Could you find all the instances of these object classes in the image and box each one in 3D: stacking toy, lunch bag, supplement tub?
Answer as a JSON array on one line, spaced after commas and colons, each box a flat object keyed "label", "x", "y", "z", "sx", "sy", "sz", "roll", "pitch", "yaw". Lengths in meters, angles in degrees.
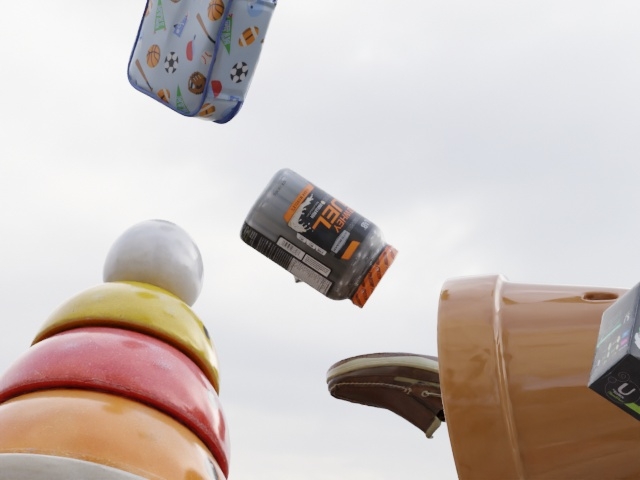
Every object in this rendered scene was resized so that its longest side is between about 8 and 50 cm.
[{"label": "stacking toy", "x": -0.215, "y": 0.158, "z": 1.462, "sx": 0.351, "sy": 0.480, "sz": 0.350, "roll": 5, "pitch": -39, "yaw": 5}, {"label": "lunch bag", "x": -0.196, "y": -0.360, "z": 2.252, "sx": 0.115, "sy": 0.303, "sz": 0.243, "roll": 6, "pitch": 20, "yaw": -46}, {"label": "supplement tub", "x": 0.000, "y": 0.000, "z": 1.789, "sx": 0.190, "sy": 0.117, "sz": 0.117, "roll": 33, "pitch": -14, "yaw": 3}]

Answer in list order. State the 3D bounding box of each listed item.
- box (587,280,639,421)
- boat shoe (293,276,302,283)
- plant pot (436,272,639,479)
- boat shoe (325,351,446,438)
[{"label": "box", "x": 0.241, "y": 0.083, "z": 1.010, "sx": 0.062, "sy": 0.083, "sz": 0.052, "roll": 32, "pitch": -47, "yaw": -8}, {"label": "boat shoe", "x": 0.009, "y": 0.006, "z": 1.979, "sx": 0.064, "sy": 0.060, "sz": 0.178, "roll": -12, "pitch": -14, "yaw": -39}, {"label": "plant pot", "x": 0.255, "y": 0.165, "z": 1.442, "sx": 0.203, "sy": 0.291, "sz": 0.291, "roll": -11, "pitch": -17, "yaw": 16}, {"label": "boat shoe", "x": 0.135, "y": 0.201, "z": 1.742, "sx": 0.257, "sy": 0.095, "sz": 0.095, "roll": 1, "pitch": -29, "yaw": -1}]
